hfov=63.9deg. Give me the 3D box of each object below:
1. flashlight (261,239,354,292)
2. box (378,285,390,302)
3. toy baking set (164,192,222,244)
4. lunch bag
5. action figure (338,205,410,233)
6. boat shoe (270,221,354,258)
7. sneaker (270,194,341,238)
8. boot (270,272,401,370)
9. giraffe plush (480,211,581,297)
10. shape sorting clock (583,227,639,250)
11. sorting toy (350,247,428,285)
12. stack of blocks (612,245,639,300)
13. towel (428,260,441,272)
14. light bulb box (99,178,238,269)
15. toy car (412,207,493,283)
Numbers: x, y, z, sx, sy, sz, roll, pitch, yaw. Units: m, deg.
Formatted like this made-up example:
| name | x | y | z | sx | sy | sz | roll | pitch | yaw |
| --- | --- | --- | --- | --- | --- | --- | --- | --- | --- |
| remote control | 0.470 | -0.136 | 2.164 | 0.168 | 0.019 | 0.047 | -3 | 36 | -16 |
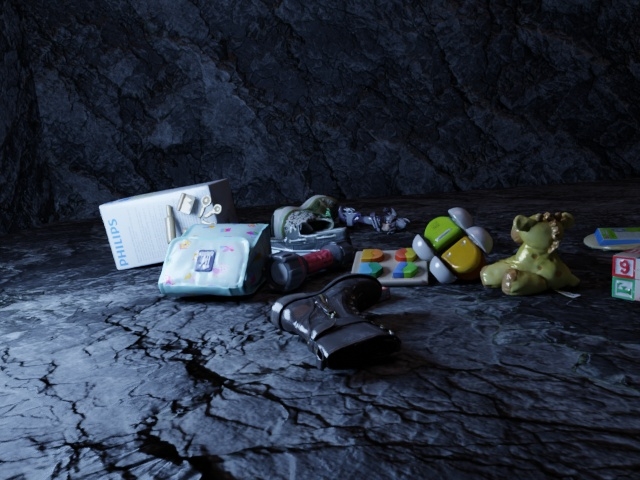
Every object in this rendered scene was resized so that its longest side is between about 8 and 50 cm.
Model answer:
| name | x | y | z | sx | sy | sz | roll | pitch | yaw |
| --- | --- | --- | --- | --- | --- | --- | --- | --- | --- |
| flashlight | -0.019 | 0.056 | 1.348 | 0.103 | 0.103 | 0.304 | 33 | 28 | 28 |
| box | 0.073 | 0.123 | 1.123 | 0.137 | 0.027 | 0.094 | -12 | 14 | -39 |
| toy baking set | -0.387 | -0.028 | 1.562 | 0.196 | 0.256 | 0.030 | -8 | -9 | 19 |
| lunch bag | -0.254 | 0.057 | 1.283 | 0.223 | 0.160 | 0.262 | 1 | 22 | 11 |
| action figure | 0.217 | -0.081 | 2.028 | 0.285 | 0.099 | 0.185 | 6 | 6 | 29 |
| boat shoe | -0.047 | -0.001 | 1.610 | 0.335 | 0.119 | 0.121 | 1 | 11 | 27 |
| sneaker | -0.010 | -0.069 | 2.010 | 0.182 | 0.158 | 0.410 | 17 | 25 | 30 |
| boot | 0.059 | 0.146 | 0.893 | 0.263 | 0.091 | 0.229 | -15 | 19 | -30 |
| giraffe plush | 0.465 | 0.021 | 1.120 | 0.181 | 0.171 | 0.210 | -12 | 13 | -39 |
| shape sorting clock | 0.859 | -0.001 | 1.448 | 0.206 | 0.040 | 0.206 | -6 | 13 | 1 |
| sorting toy | 0.176 | 0.061 | 1.311 | 0.193 | 0.038 | 0.208 | -2 | 21 | 13 |
| stack of blocks | 0.747 | 0.056 | 1.040 | 0.297 | 0.087 | 0.171 | -12 | 13 | -37 |
| towel | 0.303 | 0.065 | 1.370 | 0.237 | 0.021 | 0.102 | -2 | 11 | 14 |
| light bulb box | -0.504 | -0.069 | 1.799 | 0.361 | 0.225 | 0.358 | -11 | 10 | 3 |
| toy car | 0.332 | 0.023 | 1.259 | 0.136 | 0.159 | 0.182 | 40 | 13 | -47 |
